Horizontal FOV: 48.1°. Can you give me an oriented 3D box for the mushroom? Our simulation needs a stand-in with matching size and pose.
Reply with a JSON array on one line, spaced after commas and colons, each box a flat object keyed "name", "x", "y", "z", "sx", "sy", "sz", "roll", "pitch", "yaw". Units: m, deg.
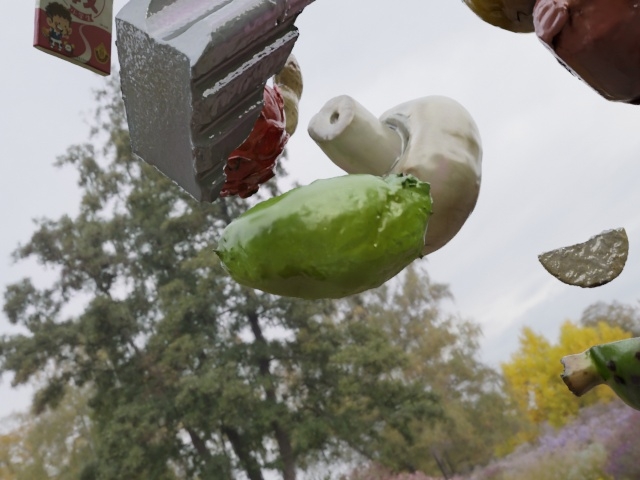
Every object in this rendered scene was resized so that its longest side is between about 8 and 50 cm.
[{"name": "mushroom", "x": 0.179, "y": -0.143, "z": 1.444, "sx": 0.353, "sy": 0.325, "sz": 0.353, "roll": -27, "pitch": -51, "yaw": -40}]

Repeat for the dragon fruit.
[{"name": "dragon fruit", "x": -0.174, "y": -0.208, "z": 1.396, "sx": 0.241, "sy": 0.241, "sz": 0.252, "roll": -23, "pitch": -38, "yaw": -10}]

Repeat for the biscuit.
[{"name": "biscuit", "x": 0.687, "y": 0.055, "z": 1.826, "sx": 0.250, "sy": 0.133, "sz": 0.032, "roll": -18, "pitch": -15, "yaw": -9}]

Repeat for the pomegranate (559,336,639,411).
[{"name": "pomegranate", "x": 0.342, "y": 0.124, "z": 0.733, "sx": 0.169, "sy": 0.122, "sz": 0.143, "roll": -43, "pitch": -24, "yaw": 8}]

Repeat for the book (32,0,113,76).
[{"name": "book", "x": -0.433, "y": -0.426, "z": 1.273, "sx": 0.022, "sy": 0.232, "sz": 0.162, "roll": -4, "pitch": -9, "yaw": 30}]

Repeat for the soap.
[{"name": "soap", "x": -0.128, "y": -0.242, "z": 0.992, "sx": 0.302, "sy": 0.159, "sz": 0.258, "roll": -45, "pitch": -27, "yaw": -37}]

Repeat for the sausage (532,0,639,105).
[{"name": "sausage", "x": 0.410, "y": -0.289, "z": 1.004, "sx": 0.279, "sy": 0.152, "sz": 0.152, "roll": 19, "pitch": -48, "yaw": -39}]

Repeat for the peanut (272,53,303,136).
[{"name": "peanut", "x": -0.089, "y": -0.343, "z": 1.732, "sx": 0.085, "sy": 0.228, "sz": 0.104, "roll": 6, "pitch": -14, "yaw": 19}]

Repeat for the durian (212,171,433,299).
[{"name": "durian", "x": 0.000, "y": 0.000, "z": 1.199, "sx": 0.339, "sy": 0.204, "sz": 0.256, "roll": -21, "pitch": 13, "yaw": -32}]

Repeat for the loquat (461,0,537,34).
[{"name": "loquat", "x": 0.320, "y": -0.437, "z": 1.108, "sx": 0.235, "sy": 0.235, "sz": 0.235, "roll": -23, "pitch": -22, "yaw": -10}]
